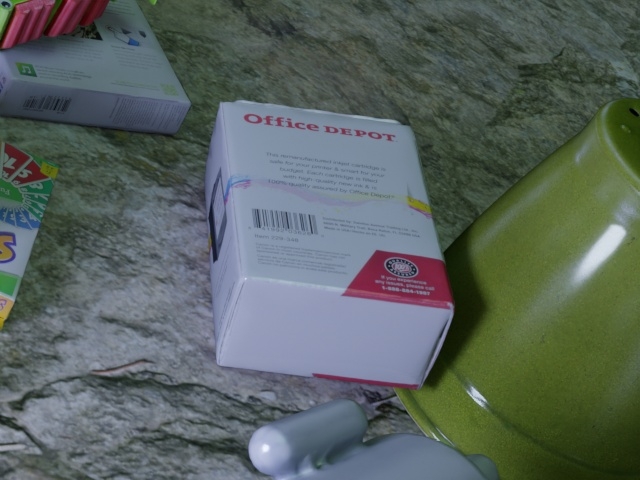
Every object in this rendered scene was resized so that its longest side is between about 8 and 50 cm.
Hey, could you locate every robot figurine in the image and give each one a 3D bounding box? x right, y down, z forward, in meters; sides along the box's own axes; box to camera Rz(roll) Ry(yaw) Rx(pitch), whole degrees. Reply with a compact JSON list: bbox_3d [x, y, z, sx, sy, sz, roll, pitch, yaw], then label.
[{"bbox_3d":[0.030,0.284,1.473,0.353,0.200,0.300,-17,86,-52],"label":"robot figurine"}]

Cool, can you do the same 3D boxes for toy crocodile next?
[{"bbox_3d":[-0.298,-0.263,1.904,0.105,0.115,0.340,42,33,13],"label":"toy crocodile"}]

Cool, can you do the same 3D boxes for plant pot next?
[{"bbox_3d":[0.307,0.052,1.885,0.366,0.353,0.366,23,34,-16],"label":"plant pot"}]

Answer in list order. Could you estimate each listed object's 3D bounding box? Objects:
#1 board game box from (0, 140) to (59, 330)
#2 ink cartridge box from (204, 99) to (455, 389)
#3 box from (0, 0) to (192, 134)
[{"bbox_3d":[-0.338,-0.018,1.721,0.124,0.039,0.259,24,36,-12],"label":"board game box"},{"bbox_3d":[0.000,0.000,1.862,0.226,0.131,0.306,8,37,-13],"label":"ink cartridge box"},{"bbox_3d":[-0.309,-0.255,2.046,0.232,0.058,0.322,5,42,-37],"label":"box"}]
